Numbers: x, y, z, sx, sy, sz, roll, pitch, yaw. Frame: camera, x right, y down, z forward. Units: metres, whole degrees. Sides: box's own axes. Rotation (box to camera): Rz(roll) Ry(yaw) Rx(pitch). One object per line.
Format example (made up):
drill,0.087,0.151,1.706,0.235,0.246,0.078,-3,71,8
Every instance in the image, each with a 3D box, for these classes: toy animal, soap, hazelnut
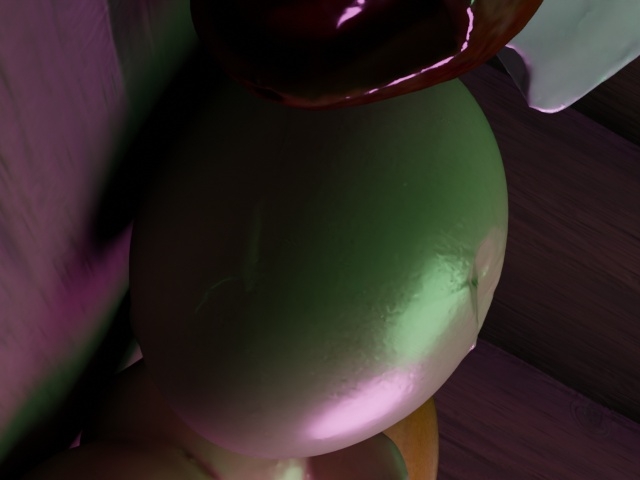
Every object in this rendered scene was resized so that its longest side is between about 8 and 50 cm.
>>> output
toy animal,-0.109,0.189,1.066,0.269,0.237,0.326,-51,175,12
soap,0.127,-0.204,0.875,0.160,0.087,0.265,-38,-146,13
hazelnut,0.029,-0.159,0.695,0.160,0.170,0.201,-30,141,-46

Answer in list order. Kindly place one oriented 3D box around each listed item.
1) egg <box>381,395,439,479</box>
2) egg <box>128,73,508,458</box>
egg,-0.036,0.218,1.435,0.282,0.283,0.351,90,25,-81
egg,0.000,0.000,0.921,0.219,0.219,0.269,104,2,-73
